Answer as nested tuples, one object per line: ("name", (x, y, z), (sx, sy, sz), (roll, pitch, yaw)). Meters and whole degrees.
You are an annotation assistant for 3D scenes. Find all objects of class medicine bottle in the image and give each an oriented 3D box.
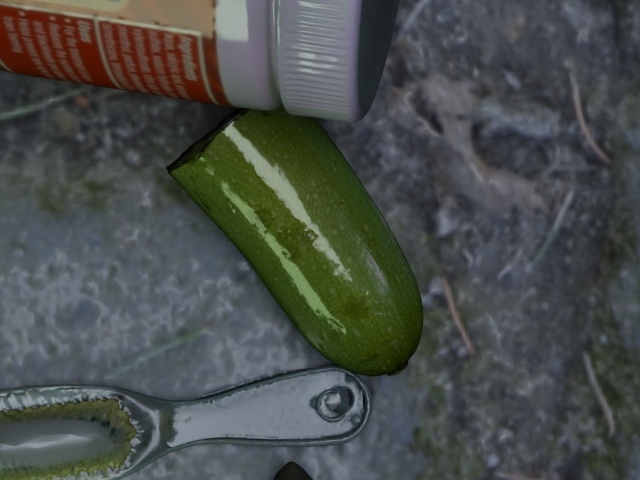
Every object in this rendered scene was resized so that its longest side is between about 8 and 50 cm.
("medicine bottle", (-0.074, -0.203, 0.835), (0.241, 0.252, 0.252), (9, 84, 5))

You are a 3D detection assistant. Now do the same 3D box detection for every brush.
("brush", (-0.111, 0.112, 0.923), (0.297, 0.060, 0.068), (-7, 85, -9))

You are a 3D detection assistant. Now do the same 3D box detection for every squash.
("squash", (0.000, 0.000, 0.936), (0.095, 0.095, 0.188), (-40, 95, -10))

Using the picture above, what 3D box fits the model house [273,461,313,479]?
("model house", (-0.044, 0.264, 0.894), (0.188, 0.122, 0.229), (-23, 85, -5))
